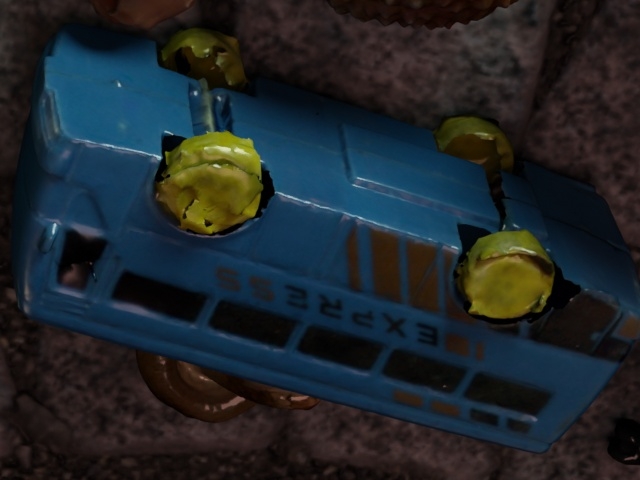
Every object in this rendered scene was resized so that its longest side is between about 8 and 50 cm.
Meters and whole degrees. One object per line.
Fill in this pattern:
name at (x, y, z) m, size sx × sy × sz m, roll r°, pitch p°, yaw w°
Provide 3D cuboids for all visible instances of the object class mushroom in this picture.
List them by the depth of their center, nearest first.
mushroom at (-0.050, 0.081, 1.183) m, size 0.130 × 0.073 × 0.088 m, roll 15°, pitch 107°, yaw 19°

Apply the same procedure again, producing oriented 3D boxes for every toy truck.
toy truck at (0.000, 0.000, 1.109) m, size 0.385 × 0.161 × 0.162 m, roll 17°, pitch 122°, yaw -19°

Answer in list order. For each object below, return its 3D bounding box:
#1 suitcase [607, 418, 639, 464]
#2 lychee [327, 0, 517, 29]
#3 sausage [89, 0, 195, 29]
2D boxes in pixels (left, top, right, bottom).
suitcase at (0.396, 0.102, 1.241) m, size 0.335 × 0.152 × 0.229 m, roll 7°, pitch 117°, yaw -16°
lychee at (0.065, -0.198, 1.009) m, size 0.165 × 0.165 × 0.197 m, roll 31°, pitch 141°, yaw -23°
sausage at (-0.048, -0.308, 0.973) m, size 0.094 × 0.094 × 0.418 m, roll 8°, pitch 115°, yaw -19°
